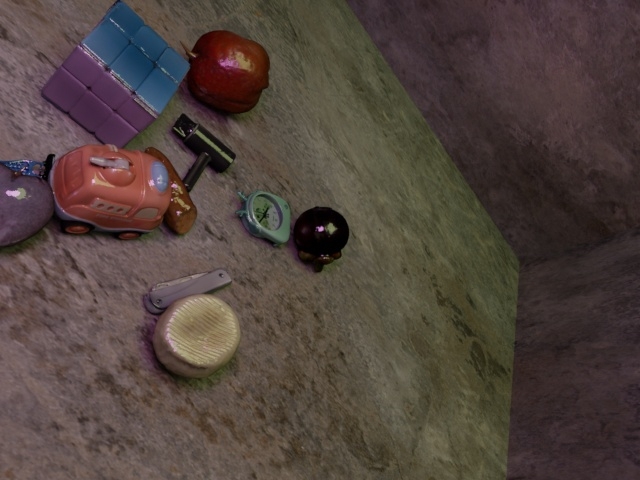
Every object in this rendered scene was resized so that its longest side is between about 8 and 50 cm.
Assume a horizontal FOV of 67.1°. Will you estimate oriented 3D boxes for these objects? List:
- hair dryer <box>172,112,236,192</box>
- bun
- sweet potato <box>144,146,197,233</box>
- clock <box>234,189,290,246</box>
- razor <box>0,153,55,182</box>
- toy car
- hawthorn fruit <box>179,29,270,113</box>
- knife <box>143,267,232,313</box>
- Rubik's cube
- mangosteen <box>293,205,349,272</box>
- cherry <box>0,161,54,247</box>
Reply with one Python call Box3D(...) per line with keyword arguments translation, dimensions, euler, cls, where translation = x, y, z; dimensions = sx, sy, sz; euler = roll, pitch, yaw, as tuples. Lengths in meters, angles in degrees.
Box3D(translation=(-0.375, -0.225, 1.396), dimensions=(0.195, 0.078, 0.248), euler=(40, 51, -27), cls="hair dryer")
Box3D(translation=(-0.310, 0.238, 1.192), dimensions=(0.222, 0.127, 0.222), euler=(17, 58, -29), cls="bun")
Box3D(translation=(-0.404, -0.139, 1.292), dimensions=(0.097, 0.097, 0.252), euler=(-17, 81, -52), cls="sweet potato")
Box3D(translation=(-0.188, -0.083, 1.535), dimensions=(0.211, 0.066, 0.159), euler=(27, 52, -38), cls="clock")
Box3D(translation=(-0.695, -0.157, 1.004), dimensions=(0.253, 0.042, 0.082), euler=(-2, 110, -49), cls="razor")
Box3D(translation=(-0.462, -0.122, 1.110), dimensions=(0.270, 0.212, 0.180), euler=(11, 63, -52), cls="toy car")
Box3D(translation=(-0.288, -0.526, 1.514), dimensions=(0.262, 0.258, 0.258), euler=(-15, 82, -15), cls="hawthorn fruit")
Box3D(translation=(-0.343, 0.124, 1.270), dimensions=(0.265, 0.040, 0.073), euler=(-18, 75, -52), cls="knife")
Box3D(translation=(-0.504, -0.402, 1.204), dimensions=(0.224, 0.221, 0.231), euler=(41, 45, -30), cls="Rubik's cube")
Box3D(translation=(0.000, 0.000, 1.636), dimensions=(0.194, 0.194, 0.230), euler=(-1, 99, -50), cls="mangosteen")
Box3D(translation=(-0.626, -0.071, 0.963), dimensions=(0.176, 0.140, 0.176), euler=(-2, 94, -29), cls="cherry")
